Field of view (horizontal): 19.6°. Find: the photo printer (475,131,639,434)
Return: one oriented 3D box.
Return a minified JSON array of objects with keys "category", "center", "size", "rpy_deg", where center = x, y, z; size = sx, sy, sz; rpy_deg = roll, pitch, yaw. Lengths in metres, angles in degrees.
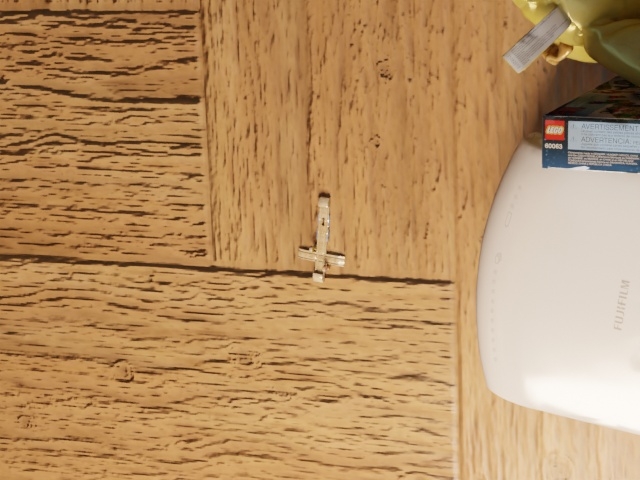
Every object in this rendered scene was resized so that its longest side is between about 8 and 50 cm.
[{"category":"photo printer","center":[0.285,0.044,1.596],"size":[0.307,0.107,0.256],"rpy_deg":[13,107,20]}]

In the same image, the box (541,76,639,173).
[{"category":"box","center":[0.286,-0.094,1.493],"size":[0.159,0.233,0.044],"rpy_deg":[3,103,22]}]

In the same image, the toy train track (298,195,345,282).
[{"category":"toy train track","center":[0.000,0.000,1.759],"size":[0.048,0.014,0.083],"rpy_deg":[10,106,20]}]

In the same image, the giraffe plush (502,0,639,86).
[{"category":"giraffe plush","center":[0.238,-0.196,1.532],"size":[0.210,0.170,0.181],"rpy_deg":[-26,89,3]}]
